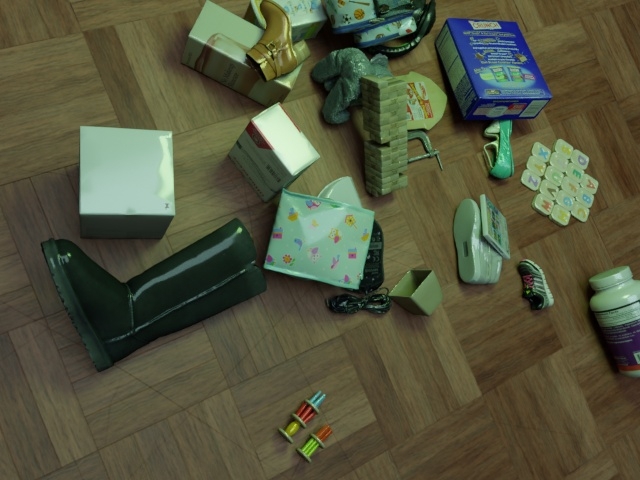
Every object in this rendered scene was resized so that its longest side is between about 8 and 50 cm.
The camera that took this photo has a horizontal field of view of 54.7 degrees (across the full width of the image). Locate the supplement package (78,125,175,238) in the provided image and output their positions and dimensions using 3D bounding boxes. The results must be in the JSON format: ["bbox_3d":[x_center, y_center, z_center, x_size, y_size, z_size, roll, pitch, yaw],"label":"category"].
[{"bbox_3d":[-0.457,-0.123,1.443,0.199,0.263,0.198,0,79,-21],"label":"supplement package"}]

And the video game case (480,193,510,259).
[{"bbox_3d":[0.524,-0.041,1.859,0.143,0.019,0.157,39,43,-35],"label":"video game case"}]

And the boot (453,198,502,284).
[{"bbox_3d":[0.478,0.007,1.863,0.123,0.095,0.258,7,79,-32],"label":"boot"}]

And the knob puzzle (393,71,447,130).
[{"bbox_3d":[0.303,-0.428,1.914,0.213,0.030,0.213,4,76,-19],"label":"knob puzzle"}]

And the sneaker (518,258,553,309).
[{"bbox_3d":[0.651,0.141,1.900,0.075,0.063,0.170,-29,94,-29],"label":"sneaker"}]

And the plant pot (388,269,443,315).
[{"bbox_3d":[0.279,0.153,1.745,0.109,0.109,0.096,-46,109,-22],"label":"plant pot"}]

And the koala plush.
[{"bbox_3d":[0.128,-0.455,1.782,0.221,0.203,0.196,-5,76,-35],"label":"koala plush"}]

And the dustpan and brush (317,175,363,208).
[{"bbox_3d":[0.013,-0.076,1.725,0.211,0.060,0.147,-26,99,-29],"label":"dustpan and brush"}]

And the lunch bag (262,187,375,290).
[{"bbox_3d":[0.000,0.000,1.610,0.262,0.160,0.223,13,87,-6],"label":"lunch bag"}]

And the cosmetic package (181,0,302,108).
[{"bbox_3d":[-0.209,-0.493,1.676,0.296,0.153,0.129,25,70,-12],"label":"cosmetic package"}]

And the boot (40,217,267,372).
[{"bbox_3d":[-0.361,0.066,1.426,0.445,0.367,0.146,-24,44,-19],"label":"boot"}]

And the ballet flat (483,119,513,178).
[{"bbox_3d":[0.561,-0.315,1.960,0.087,0.083,0.247,4,75,-5],"label":"ballet flat"}]

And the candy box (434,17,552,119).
[{"bbox_3d":[0.533,-0.537,1.935,0.268,0.122,0.317,-4,65,-20],"label":"candy box"}]

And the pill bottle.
[{"bbox_3d":[0.965,0.250,1.928,0.182,0.181,0.322,-22,86,-23],"label":"pill bottle"}]

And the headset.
[{"bbox_3d":[0.264,-0.728,1.932,0.394,0.185,0.243,-38,90,-8],"label":"headset"}]

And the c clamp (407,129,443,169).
[{"bbox_3d":[0.292,-0.269,1.880,0.161,0.022,0.137,-12,83,-22],"label":"c clamp"}]

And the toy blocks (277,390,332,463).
[{"bbox_3d":[-0.018,0.474,1.589,0.148,0.054,0.123,-43,94,-23],"label":"toy blocks"}]

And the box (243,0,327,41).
[{"bbox_3d":[-0.103,-0.631,1.763,0.203,0.114,0.103,-20,87,-22],"label":"box"}]

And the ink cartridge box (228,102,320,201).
[{"bbox_3d":[-0.126,-0.220,1.601,0.100,0.237,0.172,-38,93,-26],"label":"ink cartridge box"}]

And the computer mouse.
[{"bbox_3d":[0.106,0.066,1.720,0.189,0.072,0.272,1,90,-22],"label":"computer mouse"}]

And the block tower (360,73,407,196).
[{"bbox_3d":[0.179,-0.288,1.709,0.097,0.091,0.335,-21,123,-23],"label":"block tower"}]

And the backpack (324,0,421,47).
[{"bbox_3d":[0.146,-0.658,1.733,0.264,0.276,0.213,-6,109,8],"label":"backpack"}]

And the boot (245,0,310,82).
[{"bbox_3d":[-0.135,-0.514,1.590,0.152,0.073,0.197,-37,90,-19],"label":"boot"}]

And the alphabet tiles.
[{"bbox_3d":[0.797,-0.194,2.050,0.278,0.021,0.284,31,70,-12],"label":"alphabet tiles"}]
